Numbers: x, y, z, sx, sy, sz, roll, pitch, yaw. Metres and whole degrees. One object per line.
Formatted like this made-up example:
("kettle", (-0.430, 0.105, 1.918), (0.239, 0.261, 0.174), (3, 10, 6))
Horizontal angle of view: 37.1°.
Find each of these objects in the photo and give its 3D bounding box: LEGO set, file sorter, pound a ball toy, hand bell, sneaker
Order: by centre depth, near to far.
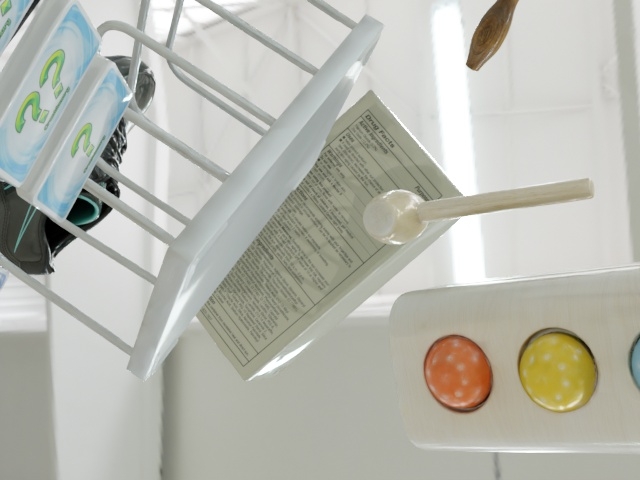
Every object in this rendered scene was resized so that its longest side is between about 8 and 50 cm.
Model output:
("LEGO set", (-0.140, 0.018, 0.376), (0.060, 0.182, 0.244), (26, -101, 6))
("pound a ball toy", (0.162, 0.048, 0.689), (0.319, 0.136, 0.208), (-8, -90, 39))
("file sorter", (-0.112, -0.074, 0.742), (0.173, 0.277, 0.193), (33, -36, 2))
("sneaker", (-0.219, -0.067, 0.878), (0.106, 0.267, 0.101), (20, -34, 21))
("hand bell", (0.239, -0.315, 1.156), (0.126, 0.126, 0.242), (49, -56, 35))

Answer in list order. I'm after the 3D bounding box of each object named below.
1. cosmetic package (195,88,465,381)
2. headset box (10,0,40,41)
("cosmetic package", (0.000, 0.000, 1.062), (0.309, 0.113, 0.160), (-40, -104, 8))
("headset box", (-0.381, -0.212, 0.722), (0.246, 0.283, 0.131), (-43, -150, 29))
